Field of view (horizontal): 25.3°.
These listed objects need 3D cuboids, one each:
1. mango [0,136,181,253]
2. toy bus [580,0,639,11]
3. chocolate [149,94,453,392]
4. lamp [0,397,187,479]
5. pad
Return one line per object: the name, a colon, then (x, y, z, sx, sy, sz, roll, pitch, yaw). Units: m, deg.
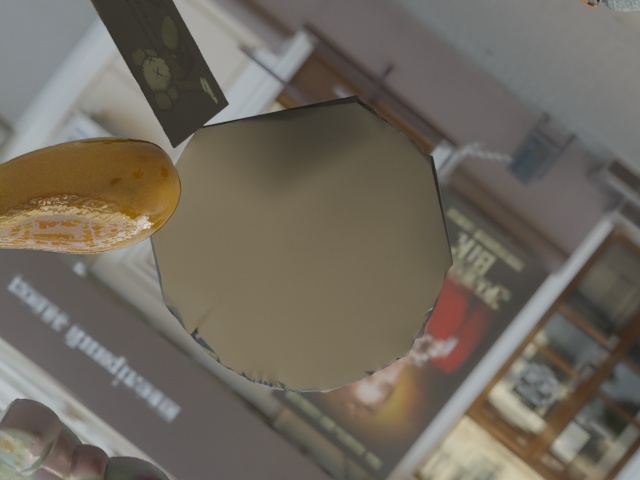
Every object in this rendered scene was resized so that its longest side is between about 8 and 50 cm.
mango: (-0.204, -0.033, 1.152, 0.102, 0.184, 0.085, -107, 6, -47)
toy bus: (0.355, -0.305, 1.180, 0.153, 0.329, 0.143, -86, -20, -56)
chocolate: (0.000, 0.000, 1.870, 0.384, 0.383, 0.331, 38, -169, 2)
lamp: (-0.327, 0.347, 1.914, 0.301, 0.247, 0.247, 37, -168, -10)
pad: (-0.154, -0.188, 1.312, 0.190, 0.004, 0.127, 61, -151, -13)
